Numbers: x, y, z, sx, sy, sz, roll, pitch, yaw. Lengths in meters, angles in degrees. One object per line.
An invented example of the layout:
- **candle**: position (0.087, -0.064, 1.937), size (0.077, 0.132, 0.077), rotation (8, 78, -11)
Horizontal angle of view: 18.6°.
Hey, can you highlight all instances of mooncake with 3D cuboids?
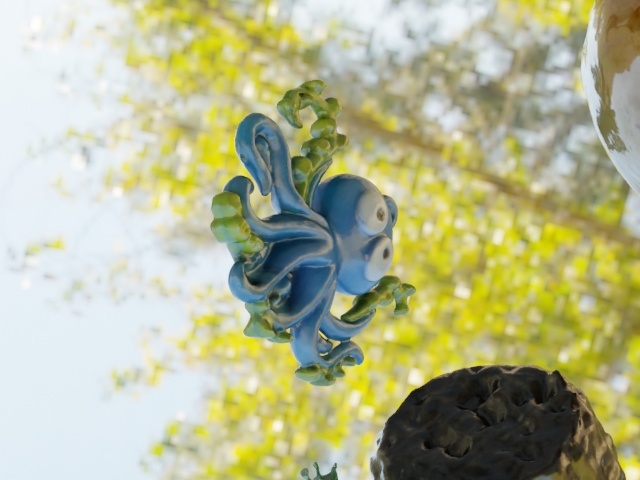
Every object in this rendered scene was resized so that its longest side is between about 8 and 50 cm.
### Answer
- **mooncake**: position (0.158, 0.207, 1.786), size (0.228, 0.124, 0.228), rotation (-17, -145, 12)

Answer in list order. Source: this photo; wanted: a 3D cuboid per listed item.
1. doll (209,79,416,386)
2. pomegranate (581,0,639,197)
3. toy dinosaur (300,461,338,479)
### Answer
- **doll**: position (0.000, 0.000, 2.258), size (0.098, 0.346, 0.341), rotation (-5, -164, 32)
- **pomegranate**: position (0.415, -0.160, 1.785), size (0.342, 0.342, 0.342), rotation (13, -166, -3)
- **toy dinosaur**: position (0.007, 0.223, 1.685), size (0.062, 0.021, 0.083), rotation (48, -152, -34)
